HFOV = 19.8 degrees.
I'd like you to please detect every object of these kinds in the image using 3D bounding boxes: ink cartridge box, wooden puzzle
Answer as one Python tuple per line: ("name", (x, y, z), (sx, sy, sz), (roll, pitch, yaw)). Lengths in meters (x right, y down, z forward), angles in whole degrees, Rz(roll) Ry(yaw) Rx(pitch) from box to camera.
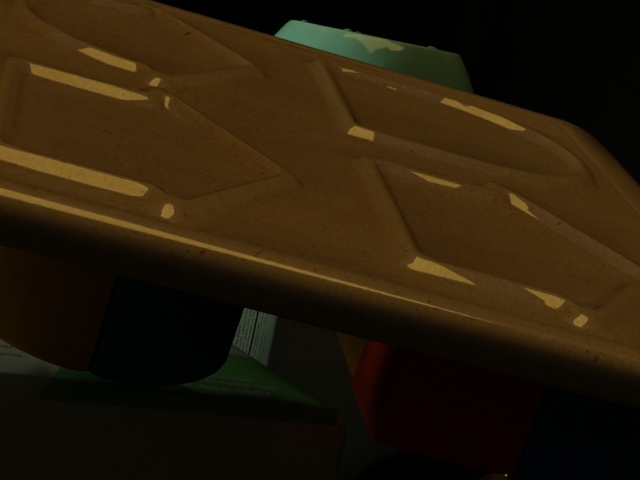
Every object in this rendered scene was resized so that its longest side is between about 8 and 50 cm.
("ink cartridge box", (-0.147, 0.066, 0.656), (0.198, 0.114, 0.273), (8, 8, -29))
("wooden puzzle", (-0.010, -0.012, 0.654), (0.348, 0.080, 0.322), (20, 16, -13))

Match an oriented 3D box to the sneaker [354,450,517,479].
("sneaker", (0.081, 0.102, 0.737), (0.178, 0.072, 0.077), (-7, -27, 33))

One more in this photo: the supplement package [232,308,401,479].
("supplement package", (0.005, 0.052, 0.901), (0.194, 0.149, 0.203), (7, 9, -33))

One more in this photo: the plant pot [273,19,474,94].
("plant pot", (0.032, -0.099, 1.907), (0.293, 0.235, 0.293), (11, 7, -1))
